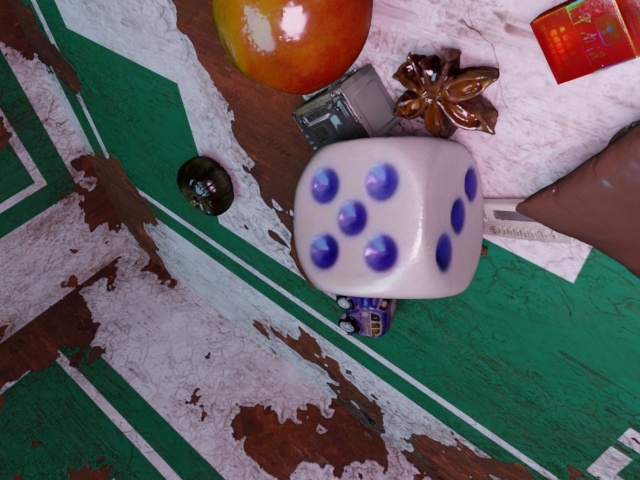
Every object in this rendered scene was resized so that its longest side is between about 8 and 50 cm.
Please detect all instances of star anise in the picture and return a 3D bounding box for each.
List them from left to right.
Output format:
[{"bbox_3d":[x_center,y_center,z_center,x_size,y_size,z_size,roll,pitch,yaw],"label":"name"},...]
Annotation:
[{"bbox_3d":[0.241,-0.271,0.967,0.220,0.099,0.214,28,161,22],"label":"star anise"}]

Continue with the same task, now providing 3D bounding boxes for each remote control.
[{"bbox_3d":[0.406,-0.047,1.063,0.230,0.049,0.090,10,134,49],"label":"remote control"}]

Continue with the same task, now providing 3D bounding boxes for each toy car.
[{"bbox_3d":[0.153,0.187,1.610,0.158,0.172,0.235,12,136,23],"label":"toy car"}]

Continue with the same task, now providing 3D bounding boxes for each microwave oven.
[{"bbox_3d":[0.052,-0.279,1.172,0.205,0.129,0.163,-8,119,58],"label":"microwave oven"}]

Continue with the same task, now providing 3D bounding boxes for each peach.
[{"bbox_3d":[-0.048,-0.440,0.943,0.308,0.308,0.332,24,113,36],"label":"peach"}]

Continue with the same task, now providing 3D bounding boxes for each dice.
[{"bbox_3d":[0.141,-0.044,1.066,0.304,0.277,0.304,1,92,40],"label":"dice"}]

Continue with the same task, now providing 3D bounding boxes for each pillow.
[{"bbox_3d":[0.521,-0.044,0.799,0.308,0.108,0.305,27,155,-5],"label":"pillow"}]

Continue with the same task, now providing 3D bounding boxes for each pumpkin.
[{"bbox_3d":[-0.426,-0.195,1.900,0.238,0.159,0.238,29,146,22],"label":"pumpkin"}]

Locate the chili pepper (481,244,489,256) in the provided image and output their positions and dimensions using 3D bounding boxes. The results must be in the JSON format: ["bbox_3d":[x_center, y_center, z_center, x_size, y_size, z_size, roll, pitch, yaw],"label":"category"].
[{"bbox_3d":[0.224,-0.067,1.241,0.388,0.110,0.110,31,148,34],"label":"chili pepper"}]

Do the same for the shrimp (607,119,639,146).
[{"bbox_3d":[0.498,-0.132,0.834,0.101,0.042,0.190,34,151,0],"label":"shrimp"}]

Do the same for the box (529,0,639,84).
[{"bbox_3d":[0.406,-0.304,0.738,0.175,0.048,0.112,-8,120,57],"label":"box"}]

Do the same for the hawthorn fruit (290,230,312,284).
[{"bbox_3d":[0.000,0.000,1.542,0.262,0.211,0.210,62,158,22],"label":"hawthorn fruit"}]
